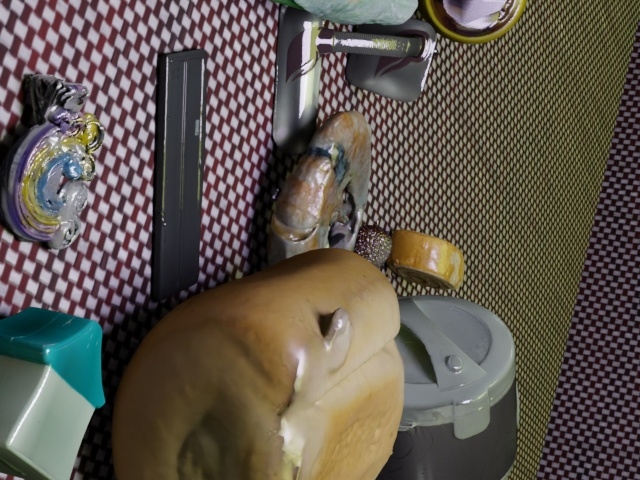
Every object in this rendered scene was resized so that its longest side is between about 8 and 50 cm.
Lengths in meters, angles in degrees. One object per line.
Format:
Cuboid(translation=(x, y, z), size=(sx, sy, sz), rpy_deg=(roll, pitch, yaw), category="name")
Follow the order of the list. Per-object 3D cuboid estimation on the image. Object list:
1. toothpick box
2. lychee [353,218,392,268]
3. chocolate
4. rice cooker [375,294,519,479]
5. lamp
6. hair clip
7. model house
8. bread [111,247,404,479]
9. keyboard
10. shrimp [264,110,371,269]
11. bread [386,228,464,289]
Cuboid(translation=(0.218, -0.369, 2.008), size=(0.271, 0.175, 0.175), rpy_deg=(-77, 170, -75), category="toothpick box")
Cuboid(translation=(0.071, 0.008, 2.053), size=(0.067, 0.068, 0.083), rpy_deg=(10, 93, -26), category="lychee")
Cuboid(translation=(0.017, -0.311, 1.661), size=(0.291, 0.110, 0.110), rpy_deg=(7, 92, -53), category="chocolate")
Cuboid(translation=(0.159, 0.235, 2.087), size=(0.288, 0.288, 0.277), rpy_deg=(-52, 143, -49), category="rice cooker")
Cuboid(translation=(0.046, -0.209, 1.839), size=(0.283, 0.125, 0.203), rpy_deg=(-11, 118, -63), category="lamp")
Cuboid(translation=(-0.254, -0.066, 1.284), size=(0.116, 0.049, 0.172), rpy_deg=(-7, 114, -53), category="hair clip")
Cuboid(translation=(-0.266, 0.131, 1.252), size=(0.149, 0.101, 0.127), rpy_deg=(-68, 155, -22), category="model house")
Cuboid(translation=(-0.064, 0.184, 1.551), size=(0.376, 0.253, 0.347), rpy_deg=(-26, 128, -61), category="bread")
Cuboid(translation=(-0.148, -0.124, 1.525), size=(0.103, 0.041, 0.381), rpy_deg=(-26, 129, -64), category="keyboard")
Cuboid(translation=(0.000, 0.000, 1.814), size=(0.247, 0.085, 0.360), rpy_deg=(-25, 132, -62), category="shrimp")
Cuboid(translation=(0.169, 0.037, 2.215), size=(0.149, 0.122, 0.073), rpy_deg=(38, 67, -64), category="bread")
